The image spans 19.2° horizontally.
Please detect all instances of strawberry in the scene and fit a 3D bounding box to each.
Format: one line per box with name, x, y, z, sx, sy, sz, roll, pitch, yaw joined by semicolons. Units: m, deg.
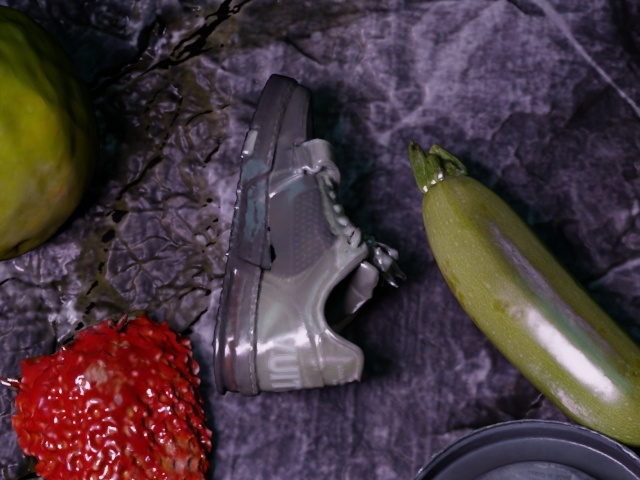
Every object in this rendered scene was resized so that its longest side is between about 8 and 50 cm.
strawberry;-0.152;0.146;1.497;0.167;0.087;0.208;-33;62;-15

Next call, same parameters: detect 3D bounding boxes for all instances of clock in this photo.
clock;0.162;0.244;1.426;0.226;0.049;0.226;-3;59;6

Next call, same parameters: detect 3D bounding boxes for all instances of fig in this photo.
fig;-0.315;-0.096;1.549;0.233;0.314;0.233;-3;82;21

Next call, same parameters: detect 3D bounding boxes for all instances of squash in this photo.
squash;0.161;0.042;1.526;0.094;0.094;0.341;-33;64;-13

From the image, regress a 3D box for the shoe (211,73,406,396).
shoe;0.001;-0.001;1.563;0.149;0.109;0.293;6;63;5
